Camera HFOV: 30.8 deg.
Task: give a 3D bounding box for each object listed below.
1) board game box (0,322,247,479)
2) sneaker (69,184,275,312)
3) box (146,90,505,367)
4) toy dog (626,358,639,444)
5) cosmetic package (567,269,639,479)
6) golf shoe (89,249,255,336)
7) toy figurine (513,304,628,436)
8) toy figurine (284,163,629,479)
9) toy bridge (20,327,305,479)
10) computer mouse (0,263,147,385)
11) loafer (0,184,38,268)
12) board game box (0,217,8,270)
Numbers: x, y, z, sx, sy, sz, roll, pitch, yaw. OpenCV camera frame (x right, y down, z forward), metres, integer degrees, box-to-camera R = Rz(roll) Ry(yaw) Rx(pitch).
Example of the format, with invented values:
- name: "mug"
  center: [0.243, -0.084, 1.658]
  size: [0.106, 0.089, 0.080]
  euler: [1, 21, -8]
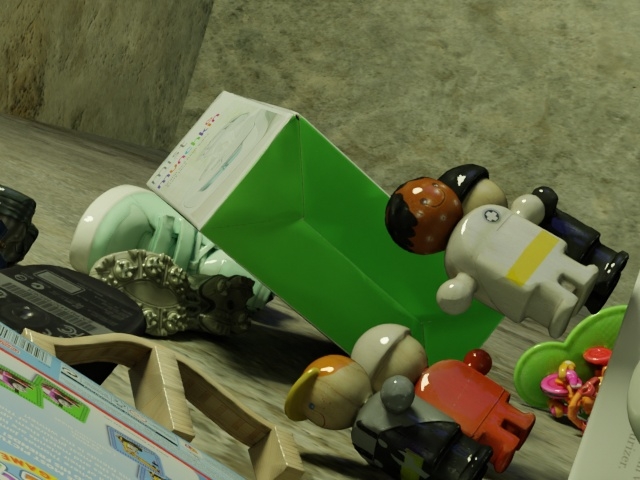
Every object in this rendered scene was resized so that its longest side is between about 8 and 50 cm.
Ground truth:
- name: "board game box"
  center: [-0.079, 0.104, 0.432]
  size: [0.160, 0.039, 0.211]
  euler: [36, 0, -13]
- name: "sneaker"
  center: [-0.125, 0.015, 1.150]
  size: [0.151, 0.094, 0.256]
  euler: [23, 8, 24]
- name: "box"
  center: [0.000, 0.000, 1.028]
  size: [0.262, 0.126, 0.231]
  euler: [41, -4, -23]
- name: "toy dog"
  center: [0.297, 0.175, 0.532]
  size: [0.334, 0.220, 0.161]
  euler: [11, 36, 12]
- name: "cosmetic package"
  center: [0.427, 0.150, 0.783]
  size: [0.453, 0.230, 0.161]
  euler: [21, 6, 27]
- name: "golf shoe"
  center: [-0.140, 0.050, 0.996]
  size: [0.086, 0.069, 0.176]
  euler: [-1, -13, 40]
- name: "toy figurine"
  center: [0.283, 0.149, 1.081]
  size: [0.173, 0.130, 0.159]
  euler: [-5, 17, -4]
- name: "toy figurine"
  center: [0.090, 0.055, 0.784]
  size: [0.148, 0.213, 0.209]
  euler: [32, 15, 18]
- name: "toy bridge"
  center: [-0.084, 0.084, 0.611]
  size: [0.188, 0.026, 0.063]
  euler: [28, 27, -40]
- name: "computer mouse"
  center: [-0.218, 0.059, 0.613]
  size: [0.184, 0.060, 0.262]
  euler: [22, 18, 11]
- name: "loafer"
  center: [-0.279, 0.000, 0.991]
  size: [0.062, 0.061, 0.170]
  euler: [20, -16, -6]
- name: "board game box"
  center: [-0.300, -0.044, 0.764]
  size: [0.194, 0.060, 0.194]
  euler: [37, -14, 2]
